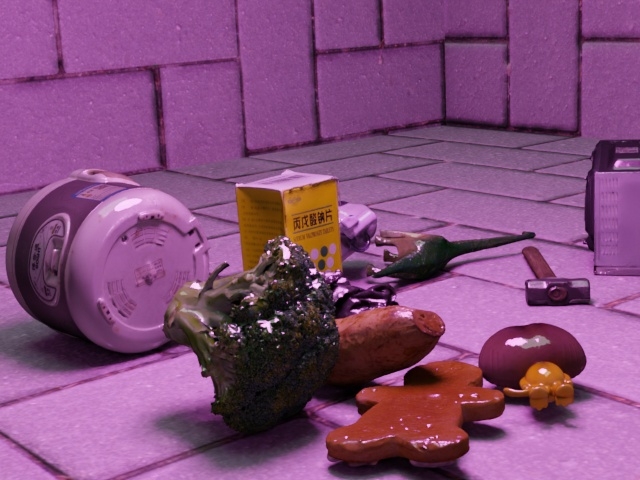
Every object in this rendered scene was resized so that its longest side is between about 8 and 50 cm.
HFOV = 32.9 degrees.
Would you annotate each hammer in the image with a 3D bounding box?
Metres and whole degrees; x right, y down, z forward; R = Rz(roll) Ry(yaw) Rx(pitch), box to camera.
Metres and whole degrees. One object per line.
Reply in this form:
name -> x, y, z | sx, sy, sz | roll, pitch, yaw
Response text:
hammer -> 0.426, 0.056, 2.062 | 0.111, 0.044, 0.365 | -2, 12, 4

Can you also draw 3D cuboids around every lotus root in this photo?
lotus root -> 0.062, 0.149, 1.515 | 0.110, 0.097, 0.258 | 18, -27, -36

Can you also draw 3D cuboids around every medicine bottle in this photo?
medicine bottle -> -0.049, 0.011, 1.892 | 0.137, 0.250, 0.141 | -15, 16, -40

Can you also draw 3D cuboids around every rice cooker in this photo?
rice cooker -> -0.355, 0.032, 1.793 | 0.288, 0.288, 0.277 | -14, 19, -41

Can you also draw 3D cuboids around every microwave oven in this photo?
microwave oven -> 0.621, -0.074, 2.163 | 0.181, 0.238, 0.295 | 0, 18, 16

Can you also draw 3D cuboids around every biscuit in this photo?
biscuit -> 0.135, 0.221, 1.386 | 0.196, 0.049, 0.301 | 1, 14, 19

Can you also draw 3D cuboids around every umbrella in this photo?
umbrella -> -0.034, 0.110, 1.716 | 0.336, 0.128, 0.154 | 1, -24, 32

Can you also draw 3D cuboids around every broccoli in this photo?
broccoli -> -0.088, 0.121, 1.432 | 0.241, 0.261, 0.269 | 21, 54, 14

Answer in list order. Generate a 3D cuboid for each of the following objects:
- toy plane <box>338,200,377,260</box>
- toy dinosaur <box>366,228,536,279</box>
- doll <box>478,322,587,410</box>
toy plane -> 0.003, 0.005, 2.124 | 0.266, 0.123, 0.267 | -31, 0, 0
toy dinosaur -> 0.255, 0.035, 2.123 | 0.300, 0.087, 0.447 | 7, 17, 14
doll -> 0.282, 0.176, 1.470 | 0.145, 0.096, 0.188 | -3, 22, 23
